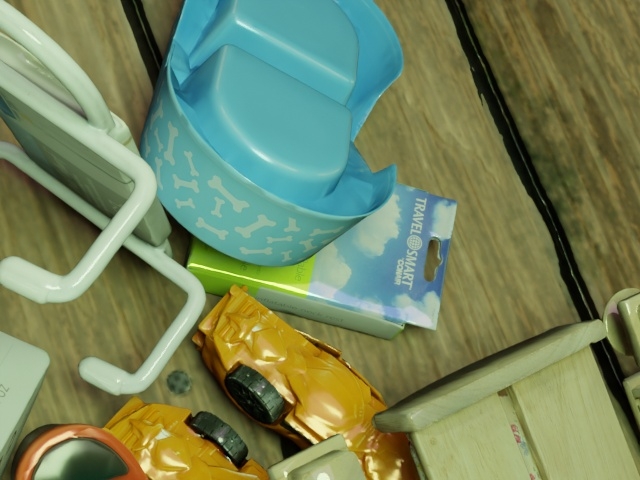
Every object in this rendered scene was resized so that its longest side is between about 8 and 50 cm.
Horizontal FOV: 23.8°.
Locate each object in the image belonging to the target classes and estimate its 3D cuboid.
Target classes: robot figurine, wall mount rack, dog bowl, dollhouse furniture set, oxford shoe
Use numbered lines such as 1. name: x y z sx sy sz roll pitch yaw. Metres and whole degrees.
1. robot figurine: 0.008 0.174 0.985 0.291 0.085 0.211 41 65 4
2. wall mount rack: -0.219 -0.045 0.894 0.304 0.350 0.130 33 76 14
3. dog bowl: -0.035 -0.097 1.022 0.166 0.074 0.297 28 35 -16
4. dollhouse furniture set: 0.156 0.206 0.952 0.356 0.174 0.303 -22 93 -22
5. oxford shoe: -0.109 0.232 0.932 0.097 0.098 0.271 -23 96 -19

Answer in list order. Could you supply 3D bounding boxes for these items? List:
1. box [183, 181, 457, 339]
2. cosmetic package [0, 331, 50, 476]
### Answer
1. box: 0.000 0.000 1.074 0.178 0.042 0.109 15 67 -9
2. cosmetic package: -0.278 0.120 0.864 0.184 0.151 0.151 25 25 -5
